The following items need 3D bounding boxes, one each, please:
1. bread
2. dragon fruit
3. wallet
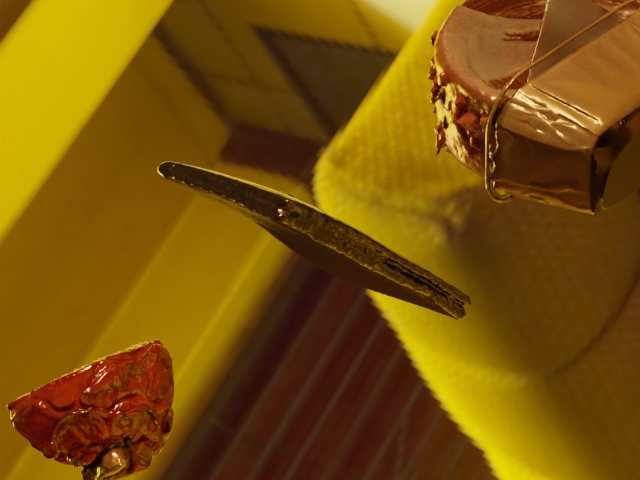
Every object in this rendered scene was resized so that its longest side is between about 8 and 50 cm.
[{"bbox_3d":[0.196,-0.129,1.400,0.212,0.224,0.142,34,142,33],"label":"bread"},{"bbox_3d":[-0.173,0.149,1.491,0.083,0.162,0.106,-31,82,53],"label":"dragon fruit"},{"bbox_3d":[0.000,-0.001,1.209,0.124,0.025,0.244,18,173,38],"label":"wallet"}]
